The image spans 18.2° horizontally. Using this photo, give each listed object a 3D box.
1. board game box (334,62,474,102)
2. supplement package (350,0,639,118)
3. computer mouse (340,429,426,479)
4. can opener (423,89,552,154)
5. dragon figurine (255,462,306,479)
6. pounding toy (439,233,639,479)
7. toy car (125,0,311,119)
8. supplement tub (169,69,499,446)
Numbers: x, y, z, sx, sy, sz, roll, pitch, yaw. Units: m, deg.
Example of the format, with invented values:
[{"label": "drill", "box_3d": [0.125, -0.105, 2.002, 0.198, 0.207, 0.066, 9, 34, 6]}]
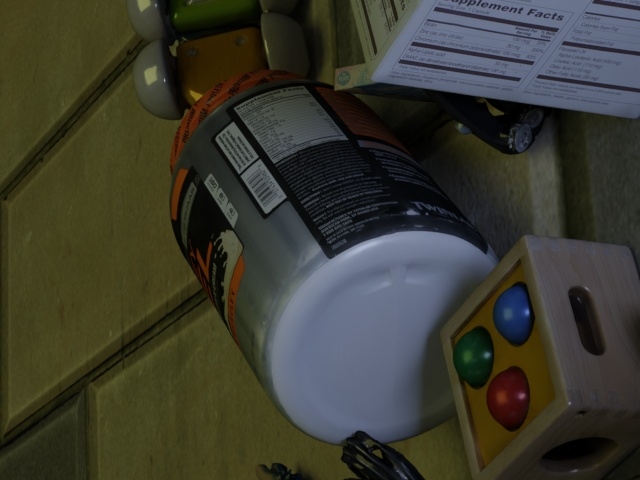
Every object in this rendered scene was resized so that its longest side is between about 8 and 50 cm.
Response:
[{"label": "board game box", "box_3d": [0.070, -0.121, 1.518, 0.090, 0.090, 0.020, 179, 96, -65]}, {"label": "supplement package", "box_3d": [0.125, -0.233, 1.290, 0.145, 0.204, 0.262, 124, 143, -46]}, {"label": "computer mouse", "box_3d": [0.056, 0.271, 1.469, 0.188, 0.072, 0.272, 48, 136, 20]}, {"label": "can opener", "box_3d": [0.100, -0.106, 1.369, 0.073, 0.186, 0.059, 36, 97, 34]}, {"label": "dragon figurine", "box_3d": [-0.050, 0.260, 1.616, 0.289, 0.144, 0.085, -132, 43, -67]}, {"label": "pounding toy", "box_3d": [0.167, 0.086, 1.262, 0.206, 0.094, 0.181, 126, 141, -48]}, {"label": "toy car", "box_3d": [-0.088, -0.178, 1.837, 0.136, 0.159, 0.182, 65, -165, -62]}, {"label": "supplement tub", "box_3d": [0.000, 0.000, 1.520, 0.316, 0.193, 0.194, -125, 47, -55]}]
